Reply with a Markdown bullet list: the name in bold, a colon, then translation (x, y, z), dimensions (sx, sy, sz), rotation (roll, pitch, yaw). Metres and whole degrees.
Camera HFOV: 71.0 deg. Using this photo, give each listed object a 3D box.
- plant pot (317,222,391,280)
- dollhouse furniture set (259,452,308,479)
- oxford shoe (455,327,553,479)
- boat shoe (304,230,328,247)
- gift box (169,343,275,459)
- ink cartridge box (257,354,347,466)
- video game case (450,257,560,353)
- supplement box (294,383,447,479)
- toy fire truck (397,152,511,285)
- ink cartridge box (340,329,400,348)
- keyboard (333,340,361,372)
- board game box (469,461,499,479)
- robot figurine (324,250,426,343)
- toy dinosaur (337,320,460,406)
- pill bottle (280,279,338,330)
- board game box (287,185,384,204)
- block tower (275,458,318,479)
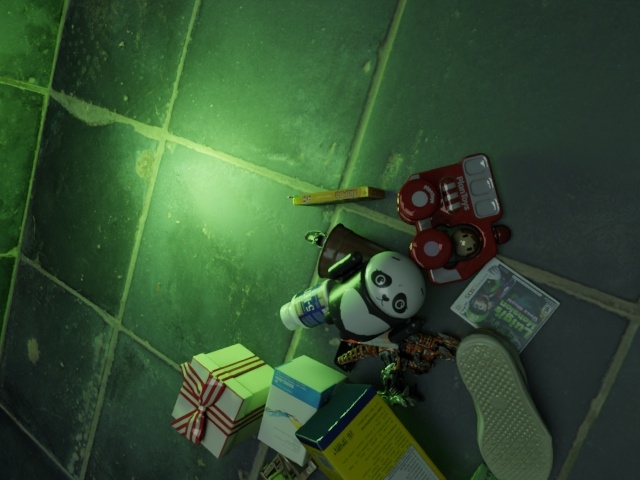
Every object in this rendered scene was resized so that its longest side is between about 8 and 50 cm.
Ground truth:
- **plant pot**: translation (0.102, 0.056, 1.259), dimensions (0.165, 0.167, 0.167), rotation (20, 101, 19)
- **dollhouse furniture set**: translation (-0.155, 0.704, 1.298), dimensions (0.101, 0.161, 0.182), rotation (41, 108, 22)
- **oxford shoe**: translation (0.441, 0.398, 1.072), dimensions (0.169, 0.130, 0.450), rotation (-17, 104, 25)
- **boat shoe**: translation (0.000, 0.000, 1.374), dimensions (0.125, 0.038, 0.046), rotation (21, 101, 27)
- **gift box**: translation (-0.319, 0.500, 1.434), dimensions (0.276, 0.258, 0.255), rotation (24, 101, 26)
- **ink cartridge box**: translation (-0.052, 0.498, 1.336), dimensions (0.168, 0.171, 0.233), rotation (19, 99, 28)
- **video game case**: translation (0.452, 0.162, 1.109), dimensions (0.190, 0.022, 0.173), rotation (39, 91, 22)
- **supplement box**: translation (0.136, 0.567, 1.133), dimensions (0.357, 0.194, 0.195), rotation (52, 155, 1)
- **toy fire truck**: translation (0.336, -0.049, 1.132), dimensions (0.253, 0.169, 0.303), rotation (-14, 83, 9)
- **ink cartridge box**: translation (0.150, 0.216, 1.237), dimensions (0.179, 0.045, 0.145), rotation (1, 47, 33)
- **keyboard**: translation (0.111, 0.302, 1.327), dimensions (0.100, 0.038, 0.192), rotation (29, 102, 43)
- **board game box**: translation (0.464, 0.705, 1.070), dimensions (0.275, 0.144, 0.142), rotation (32, 106, 26)
- **robot figurine**: translation (0.127, 0.144, 1.096), dimensions (0.278, 0.209, 0.174), rotation (-41, 41, 41)
- **toy dinosaur**: translation (0.214, 0.329, 1.222), dimensions (0.321, 0.164, 0.219), rotation (-14, 70, 41)
- **pill bottle**: translation (-0.024, 0.201, 1.349), dimensions (0.186, 0.112, 0.112), rotation (-29, 77, 26)
- **board game box**: translation (0.042, -0.125, 1.299), dimensions (0.259, 0.124, 0.039), rotation (-1, 91, 29)
- **block tower**: translation (-0.112, 0.768, 1.420), dimensions (0.091, 0.097, 0.336), rotation (43, 108, 21)
